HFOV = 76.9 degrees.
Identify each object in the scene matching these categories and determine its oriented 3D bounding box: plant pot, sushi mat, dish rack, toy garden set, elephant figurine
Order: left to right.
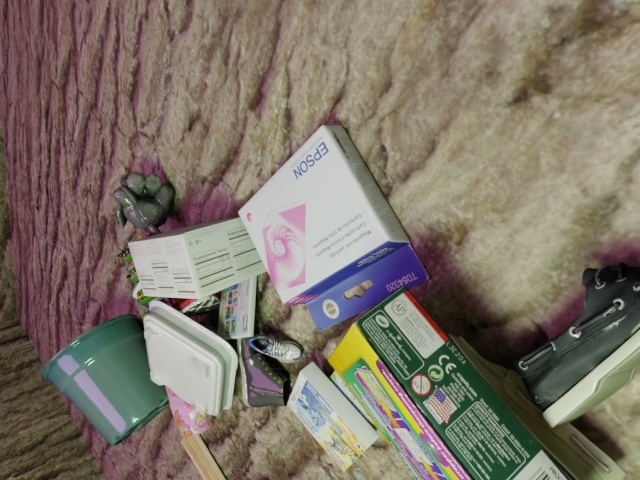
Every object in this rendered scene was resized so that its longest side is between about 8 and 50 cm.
[{"bbox_3d":[-0.704,0.494,1.413,0.334,0.341,0.341,47,129,9],"label":"plant pot"},{"bbox_3d":[-0.538,-0.105,1.203,0.169,0.185,0.239,37,154,-27],"label":"elephant figurine"},{"bbox_3d":[-0.488,0.109,1.125,0.204,0.049,0.244,-27,84,42],"label":"toy garden set"},{"bbox_3d":[-0.364,0.337,1.082,0.286,0.072,0.332,26,132,13],"label":"dish rack"},{"bbox_3d":[-0.394,0.813,1.426,0.316,0.019,0.151,48,130,20],"label":"sushi mat"}]

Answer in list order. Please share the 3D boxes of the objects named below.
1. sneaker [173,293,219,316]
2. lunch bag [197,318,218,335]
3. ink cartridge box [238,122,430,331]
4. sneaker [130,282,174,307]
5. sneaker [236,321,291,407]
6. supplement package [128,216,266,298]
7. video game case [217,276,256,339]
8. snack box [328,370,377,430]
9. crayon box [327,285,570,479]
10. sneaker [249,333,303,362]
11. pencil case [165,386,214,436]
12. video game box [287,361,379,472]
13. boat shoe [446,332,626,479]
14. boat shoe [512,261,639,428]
[{"bbox_3d":[-0.364,0.153,1.119,0.279,0.107,0.118,-21,80,56],"label":"sneaker"},{"bbox_3d":[-0.340,0.289,1.198,0.071,0.053,0.083,36,133,29],"label":"lunch bag"},{"bbox_3d":[0.000,0.000,0.804,0.324,0.071,0.330,-37,77,41],"label":"ink cartridge box"},{"bbox_3d":[-0.470,0.112,1.239,0.131,0.112,0.319,40,129,0],"label":"sneaker"},{"bbox_3d":[-0.138,0.309,1.025,0.118,0.083,0.221,-7,89,20],"label":"sneaker"},{"bbox_3d":[-0.296,0.037,0.977,0.262,0.204,0.145,-4,102,42],"label":"supplement package"},{"bbox_3d":[-0.213,0.171,1.028,0.143,0.019,0.157,-19,63,43],"label":"video game case"},{"bbox_3d":[0.090,0.316,0.842,0.141,0.037,0.100,44,129,22],"label":"snack box"},{"bbox_3d":[0.172,0.282,0.624,0.363,0.106,0.313,52,162,17],"label":"crayon box"},{"bbox_3d":[-0.110,0.258,0.957,0.135,0.058,0.052,9,78,15],"label":"sneaker"},{"bbox_3d":[-0.432,0.477,1.295,0.124,0.124,0.283,-16,92,43],"label":"pencil case"},{"bbox_3d":[0.017,0.396,0.899,0.205,0.048,0.187,43,143,24],"label":"video game box"},{"bbox_3d":[0.301,0.252,0.614,0.094,0.109,0.302,-42,69,2],"label":"boat shoe"},{"bbox_3d":[0.359,0.085,0.487,0.113,0.127,0.339,57,138,43],"label":"boat shoe"}]
